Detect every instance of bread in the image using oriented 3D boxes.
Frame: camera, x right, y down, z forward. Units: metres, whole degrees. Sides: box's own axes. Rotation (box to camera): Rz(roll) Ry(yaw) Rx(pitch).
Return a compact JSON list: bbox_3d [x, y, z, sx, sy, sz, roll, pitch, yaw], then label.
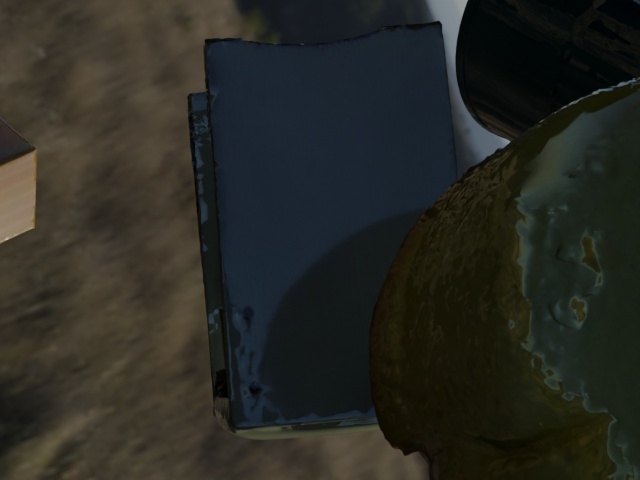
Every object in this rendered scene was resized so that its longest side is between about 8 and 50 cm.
[{"bbox_3d":[0.159,0.059,0.727,0.148,0.269,0.270,-33,-103,60],"label":"bread"}]

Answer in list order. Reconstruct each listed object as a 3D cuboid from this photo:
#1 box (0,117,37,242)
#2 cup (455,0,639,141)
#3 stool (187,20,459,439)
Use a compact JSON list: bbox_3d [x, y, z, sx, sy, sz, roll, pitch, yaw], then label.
[{"bbox_3d":[-0.290,-0.065,0.928,0.237,0.152,0.070,37,-42,29],"label":"box"},{"bbox_3d":[0.286,-0.118,1.444,0.292,0.308,0.242,36,1,42],"label":"cup"},{"bbox_3d":[0.000,0.000,1.181,0.243,0.170,0.270,148,-63,-82],"label":"stool"}]
